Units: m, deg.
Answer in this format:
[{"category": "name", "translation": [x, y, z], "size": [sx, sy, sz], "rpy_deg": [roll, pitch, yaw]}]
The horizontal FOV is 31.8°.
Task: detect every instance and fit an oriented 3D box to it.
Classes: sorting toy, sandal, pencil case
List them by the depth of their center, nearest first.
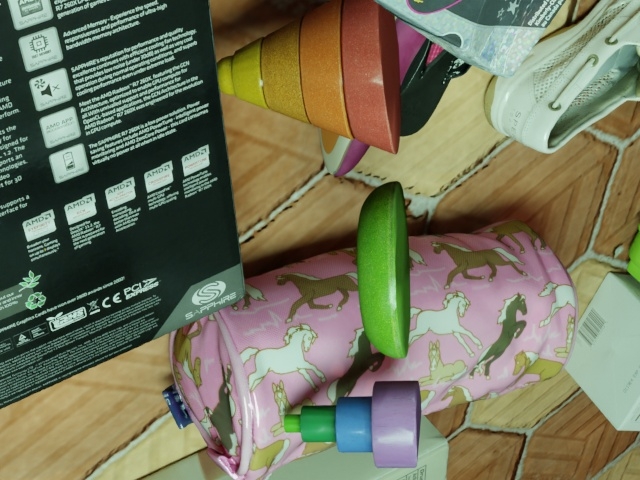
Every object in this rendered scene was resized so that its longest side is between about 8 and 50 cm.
[{"category": "sorting toy", "translation": [0.000, 0.000, 0.804], "size": [0.126, 0.127, 0.366], "rpy_deg": [-2, 111, 9]}, {"category": "sandal", "translation": [0.108, -0.157, 0.921], "size": [0.067, 0.040, 0.179], "rpy_deg": [2, 123, -39]}, {"category": "pencil case", "translation": [0.058, 0.091, 1.012], "size": [0.386, 0.160, 0.167], "rpy_deg": [-13, 146, -32]}]

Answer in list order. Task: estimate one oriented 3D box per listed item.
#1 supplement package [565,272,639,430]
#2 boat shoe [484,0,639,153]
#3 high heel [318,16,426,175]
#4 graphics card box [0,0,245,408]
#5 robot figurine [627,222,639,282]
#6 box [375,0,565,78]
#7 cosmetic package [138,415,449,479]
[{"category": "supplement package", "translation": [0.438, 0.140, 1.359], "size": [0.244, 0.134, 0.139], "rpy_deg": [8, 120, -32]}, {"category": "boat shoe", "translation": [0.282, -0.168, 1.011], "size": [0.277, 0.096, 0.098], "rpy_deg": [-38, 140, -6]}, {"category": "high heel", "translation": [0.076, -0.159, 0.863], "size": [0.117, 0.082, 0.244], "rpy_deg": [5, 109, -29]}, {"category": "graphics card box", "translation": [-0.179, -0.068, 0.723], "size": [0.232, 0.094, 0.371], "rpy_deg": [-25, 136, -21]}, {"category": "robot figurine", "translation": [0.395, -0.001, 1.277], "size": [0.101, 0.067, 0.115], "rpy_deg": [3, 123, -34]}, {"category": "box", "translation": [0.039, -0.231, 0.635], "size": [0.142, 0.247, 0.163], "rpy_deg": [20, 111, -45]}, {"category": "cosmetic package", "translation": [-0.031, 0.266, 1.118], "size": [0.296, 0.129, 0.153], "rpy_deg": [-21, 135, -24]}]
